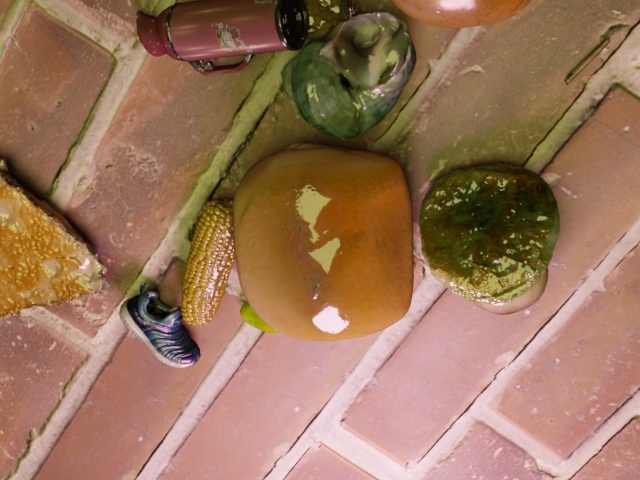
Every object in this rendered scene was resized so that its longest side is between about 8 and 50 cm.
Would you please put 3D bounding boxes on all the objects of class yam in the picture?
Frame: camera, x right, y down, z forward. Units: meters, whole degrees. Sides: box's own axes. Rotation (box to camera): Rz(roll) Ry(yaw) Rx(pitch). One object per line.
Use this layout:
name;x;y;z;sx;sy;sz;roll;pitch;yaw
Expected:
yam;0.482;-0.324;1.581;0.014;0.014;0.107;40;113;-7

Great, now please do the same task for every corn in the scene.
corn;-0.228;0.038;1.811;0.101;0.101;0.311;22;115;1

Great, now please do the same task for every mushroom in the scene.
mushroom;0.357;0.061;1.702;0.166;0.127;0.166;0;88;7

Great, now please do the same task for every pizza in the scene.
pizza;-0.703;-0.018;1.888;0.434;0.080;0.392;-16;108;15

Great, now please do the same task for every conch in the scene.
conch;0.042;-0.297;1.595;0.277;0.195;0.221;5;113;35

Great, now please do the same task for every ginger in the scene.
ginger;-0.024;-0.459;1.595;0.133;0.059;0.214;-28;107;26

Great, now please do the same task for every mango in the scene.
mango;-0.119;0.157;1.861;0.108;0.056;0.074;5;107;11

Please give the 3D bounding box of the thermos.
thermos;-0.188;-0.385;1.620;0.330;0.136;0.110;0;73;26

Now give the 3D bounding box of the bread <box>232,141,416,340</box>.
bread;0.000;0.000;1.673;0.347;0.253;0.376;3;110;13

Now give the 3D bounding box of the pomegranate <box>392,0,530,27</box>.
pomegranate;0.220;-0.500;1.414;0.319;0.319;0.319;4;112;9

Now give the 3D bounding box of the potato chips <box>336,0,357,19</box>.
potato chips;0.063;-0.486;1.481;0.029;0.202;0.220;9;104;-7

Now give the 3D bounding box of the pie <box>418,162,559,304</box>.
pie;0.308;-0.020;1.631;0.276;0.078;0.277;-9;66;20

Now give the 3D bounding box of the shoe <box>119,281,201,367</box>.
shoe;-0.336;0.186;1.892;0.207;0.091;0.106;46;117;-6
